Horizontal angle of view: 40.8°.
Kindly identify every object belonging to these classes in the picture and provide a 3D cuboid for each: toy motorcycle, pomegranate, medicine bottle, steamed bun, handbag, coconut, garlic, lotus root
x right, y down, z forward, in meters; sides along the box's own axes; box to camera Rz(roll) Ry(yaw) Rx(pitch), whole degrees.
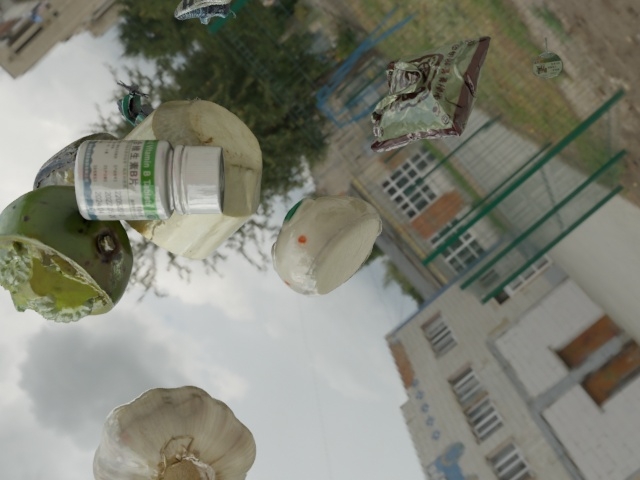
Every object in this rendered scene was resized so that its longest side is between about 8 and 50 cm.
[{"bbox_3d":[-0.396,-0.287,1.925,0.173,0.058,0.100,36,138,23],"label":"toy motorcycle"},{"bbox_3d":[-0.493,0.023,1.578,0.340,0.261,0.260,7,158,37],"label":"pomegranate"},{"bbox_3d":[-0.282,-0.101,1.446,0.139,0.236,0.139,1,-90,-90],"label":"medicine bottle"},{"bbox_3d":[0.000,0.000,1.462,0.130,0.177,0.228,35,-146,19],"label":"steamed bun"},{"bbox_3d":[0.204,-0.270,1.608,0.127,0.213,0.235,26,161,-33],"label":"handbag"},{"bbox_3d":[-0.275,-0.117,1.733,0.323,0.323,0.323,48,-172,-8],"label":"coconut"},{"bbox_3d":[-0.200,0.256,1.081,0.199,0.199,0.226,45,174,-25],"label":"garlic"},{"bbox_3d":[-0.570,-0.159,2.059,0.160,0.274,0.152,44,-151,-32],"label":"lotus root"}]

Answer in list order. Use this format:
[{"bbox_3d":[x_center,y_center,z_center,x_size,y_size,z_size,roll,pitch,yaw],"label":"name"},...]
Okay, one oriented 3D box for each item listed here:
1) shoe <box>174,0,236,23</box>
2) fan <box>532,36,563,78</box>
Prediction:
[{"bbox_3d":[-0.272,-0.542,2.015,0.064,0.142,0.071,-93,-10,-50],"label":"shoe"},{"bbox_3d":[0.453,-0.363,1.743,0.080,0.060,0.003,61,-157,13],"label":"fan"}]
